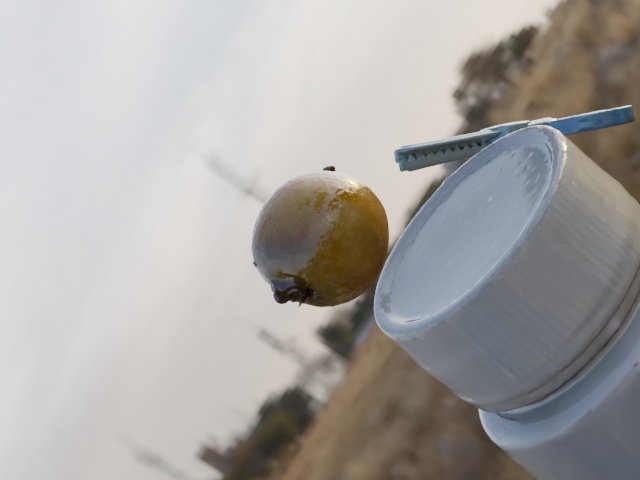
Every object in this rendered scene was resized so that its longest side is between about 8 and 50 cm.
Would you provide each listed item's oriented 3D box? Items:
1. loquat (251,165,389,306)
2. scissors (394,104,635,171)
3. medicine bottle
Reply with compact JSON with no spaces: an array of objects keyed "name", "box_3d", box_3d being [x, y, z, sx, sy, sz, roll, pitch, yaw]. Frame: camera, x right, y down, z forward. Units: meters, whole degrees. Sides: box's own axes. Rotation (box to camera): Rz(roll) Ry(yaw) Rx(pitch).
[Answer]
[{"name":"loquat","box_3d":[0.000,0.000,1.983,0.163,0.163,0.137,-57,-36,-8]},{"name":"scissors","box_3d":[0.197,-0.107,1.957,0.256,0.030,0.125,-12,3,-17]},{"name":"medicine bottle","box_3d":[0.234,0.103,1.395,0.211,0.371,0.211,-43,19,19]}]
